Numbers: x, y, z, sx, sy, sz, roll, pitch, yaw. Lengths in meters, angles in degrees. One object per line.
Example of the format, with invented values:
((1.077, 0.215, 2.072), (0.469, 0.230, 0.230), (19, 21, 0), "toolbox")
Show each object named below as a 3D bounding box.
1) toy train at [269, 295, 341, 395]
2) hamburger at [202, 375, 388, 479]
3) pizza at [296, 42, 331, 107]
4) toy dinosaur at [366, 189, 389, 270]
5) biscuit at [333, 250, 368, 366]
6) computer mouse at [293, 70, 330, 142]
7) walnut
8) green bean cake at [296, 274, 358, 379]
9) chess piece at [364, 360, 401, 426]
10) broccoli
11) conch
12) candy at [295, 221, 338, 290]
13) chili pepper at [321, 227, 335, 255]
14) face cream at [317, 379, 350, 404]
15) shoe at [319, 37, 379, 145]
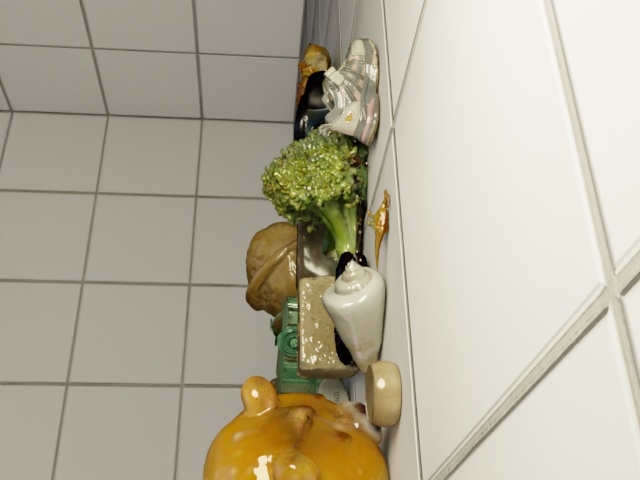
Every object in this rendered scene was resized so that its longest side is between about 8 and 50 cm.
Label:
((-0.033, 0.276, 1.647), (0.129, 0.159, 0.327), (-121, 36, -76), "toy train")
((-0.036, 0.316, 1.034), (0.276, 0.276, 0.237), (-98, 11, -63), "hamburger")
((-0.020, -0.369, 1.963), (0.335, 0.086, 0.226), (90, -171, -80), "pizza")
((0.081, -0.016, 1.097), (0.041, 0.026, 0.113), (-160, 80, -68), "toy dinosaur")
((0.051, 0.112, 1.264), (0.194, 0.053, 0.195), (-178, 90, -86), "biscuit")
((0.000, -0.286, 1.760), (0.137, 0.096, 0.233), (98, -174, -51), "computer mouse")
((-0.077, 0.072, 1.849), (0.224, 0.257, 0.257), (54, 159, 22), "walnut")
((0.012, 0.156, 1.395), (0.085, 0.109, 0.179), (101, 170, -65), "green bean cake")
((0.080, 0.196, 0.993), (0.083, 0.038, 0.084), (-177, 90, -83), "chess piece")
((-0.015, -0.073, 1.366), (0.242, 0.180, 0.273), (-153, 65, -84), "broccoli")
((0.063, 0.106, 1.119), (0.176, 0.094, 0.104), (63, 175, -24), "conch")
((0.000, 0.000, 1.647), (0.102, 0.104, 0.234), (90, -179, -72), "candy")
((0.035, -0.066, 1.541), (0.050, 0.051, 0.202), (-39, -43, -56), "chili pepper")
((0.014, 0.413, 1.536), (0.139, 0.067, 0.285), (-93, 7, -52), "face cream")
((0.044, -0.238, 1.241), (0.089, 0.092, 0.180), (105, 166, -72), "shoe")
